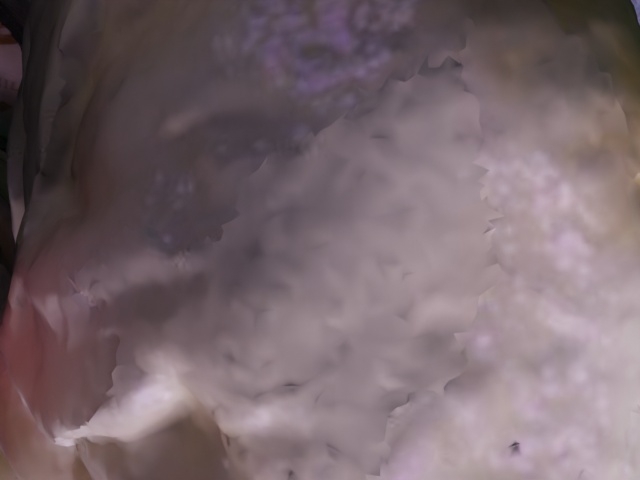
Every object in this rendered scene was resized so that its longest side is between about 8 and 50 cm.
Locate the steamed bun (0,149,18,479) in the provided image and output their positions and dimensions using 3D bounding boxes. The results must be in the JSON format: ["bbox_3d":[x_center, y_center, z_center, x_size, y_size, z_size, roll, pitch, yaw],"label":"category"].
[{"bbox_3d":[-0.165,0.104,0.820,0.276,0.203,0.289,-60,171,0],"label":"steamed bun"}]

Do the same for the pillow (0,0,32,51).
[{"bbox_3d":[-0.078,-0.119,0.704,0.131,0.038,0.233,-51,158,-5],"label":"pillow"}]

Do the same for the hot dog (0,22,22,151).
[{"bbox_3d":[-0.097,-0.134,0.816,0.144,0.075,0.268,-54,161,-32],"label":"hot dog"}]

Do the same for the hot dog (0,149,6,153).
[{"bbox_3d":[-0.148,-0.055,0.969,0.037,0.021,0.083,-59,171,-8],"label":"hot dog"}]

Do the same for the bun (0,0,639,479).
[{"bbox_3d":[0.000,0.000,0.657,0.365,0.219,0.365,-6,90,-90],"label":"bun"}]
